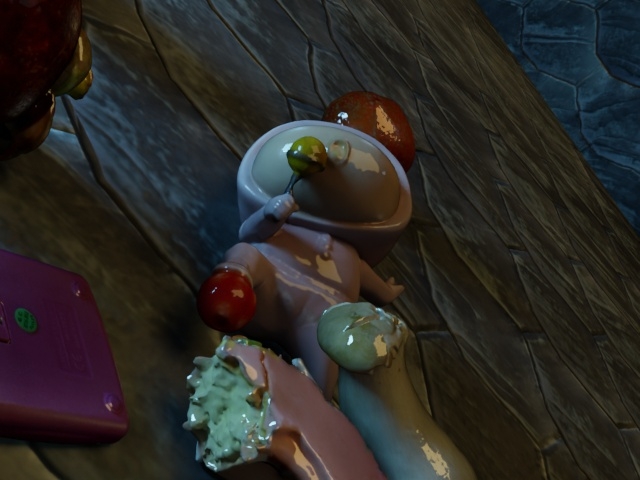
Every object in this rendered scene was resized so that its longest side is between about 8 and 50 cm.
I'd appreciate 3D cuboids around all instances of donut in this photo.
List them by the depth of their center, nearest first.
[{"bbox_3d":[-0.030,0.176,0.531,0.199,0.085,0.233,47,24,-9],"label":"donut"}]

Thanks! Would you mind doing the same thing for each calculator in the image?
[{"bbox_3d":[-0.187,0.050,0.497,0.190,0.034,0.126,20,38,-52],"label":"calculator"}]

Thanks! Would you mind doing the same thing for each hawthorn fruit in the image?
[{"bbox_3d":[0.052,-0.115,1.057,0.128,0.128,0.128,40,26,-25],"label":"hawthorn fruit"}]

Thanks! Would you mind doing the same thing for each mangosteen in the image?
[{"bbox_3d":[-0.226,-0.139,0.586,0.146,0.156,0.181,24,-4,-2],"label":"mangosteen"}]

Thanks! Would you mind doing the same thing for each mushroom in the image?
[{"bbox_3d":[0.061,0.147,0.659,0.116,0.093,0.225,-167,-121,-73],"label":"mushroom"}]

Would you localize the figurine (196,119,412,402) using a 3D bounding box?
[{"bbox_3d":[0.000,0.000,0.741,0.176,0.186,0.287,24,45,-1],"label":"figurine"}]
